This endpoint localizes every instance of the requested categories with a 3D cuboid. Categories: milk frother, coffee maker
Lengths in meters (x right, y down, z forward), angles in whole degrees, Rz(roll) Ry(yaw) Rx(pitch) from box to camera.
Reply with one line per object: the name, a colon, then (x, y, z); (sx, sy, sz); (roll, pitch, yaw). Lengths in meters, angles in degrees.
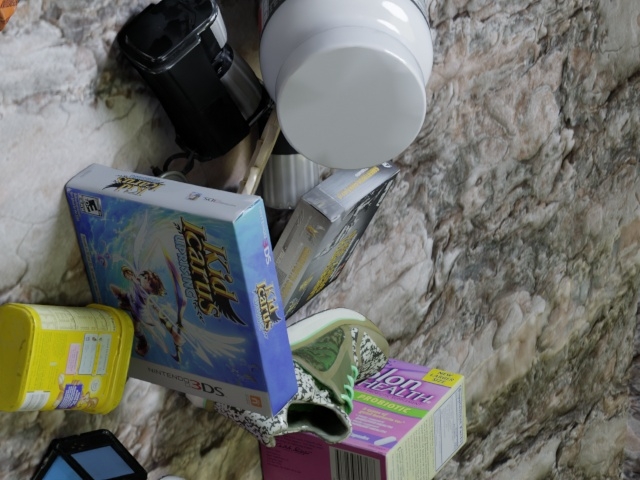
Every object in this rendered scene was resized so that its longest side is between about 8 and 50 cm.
milk frother: (-0.006, -0.122, 2.084); (0.129, 0.143, 0.135); (-38, 131, -53)
coffee maker: (-0.157, -0.183, 1.829); (0.171, 0.120, 0.178); (-64, 146, -22)

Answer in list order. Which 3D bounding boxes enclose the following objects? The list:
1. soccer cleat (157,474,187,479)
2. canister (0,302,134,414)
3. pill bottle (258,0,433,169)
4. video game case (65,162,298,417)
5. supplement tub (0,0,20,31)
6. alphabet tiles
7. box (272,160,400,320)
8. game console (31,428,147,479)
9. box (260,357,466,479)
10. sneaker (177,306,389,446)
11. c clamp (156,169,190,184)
soccer cleat: (-0.224, 0.410, 1.909); (0.318, 0.116, 0.109); (-44, 135, -45)
canister: (-0.296, 0.132, 1.743); (0.170, 0.073, 0.126); (9, 93, -58)
pill bottle: (0.028, -0.259, 1.887); (0.363, 0.210, 0.210); (-93, 170, -52)
video game case: (-0.159, 0.058, 1.779); (0.061, 0.244, 0.270); (-44, 135, -43)
supplement tub: (-0.302, -0.365, 1.454); (0.193, 0.193, 0.316); (48, 59, -54)
alphabet tiles: (-0.106, -0.033, 1.927); (0.278, 0.021, 0.284); (121, -8, -75)
box: (0.000, 0.000, 2.108); (0.183, 0.056, 0.231); (-38, 163, -49)
game console: (-0.276, 0.289, 1.833); (0.122, 0.107, 0.071); (60, 21, -49)
box: (0.066, 0.278, 2.260); (0.243, 0.213, 0.117); (-35, 129, -50)
sneaker: (-0.014, 0.211, 2.099); (0.410, 0.182, 0.158); (-5, 137, -54)
c clamp: (-0.191, -0.005, 1.875); (0.137, 0.022, 0.161); (-42, 141, -19)
